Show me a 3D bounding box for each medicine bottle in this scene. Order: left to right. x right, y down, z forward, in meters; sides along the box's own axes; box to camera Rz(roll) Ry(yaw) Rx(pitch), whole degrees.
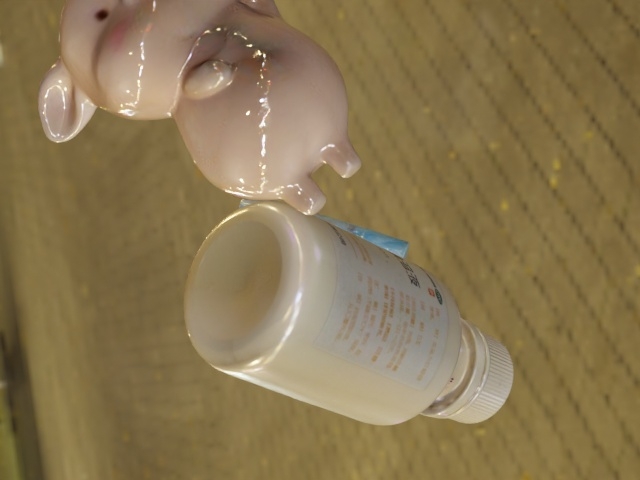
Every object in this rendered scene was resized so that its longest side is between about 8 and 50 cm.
[{"bbox_3d":[0.032,0.063,1.093,0.114,0.252,0.114,-20,59,37],"label":"medicine bottle"}]

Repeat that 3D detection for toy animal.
[{"bbox_3d":[-0.048,-0.065,0.659,0.150,0.083,0.089,37,130,22],"label":"toy animal"}]

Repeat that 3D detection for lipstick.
[{"bbox_3d":[0.000,0.000,1.512,0.048,0.158,0.048,17,-90,-83],"label":"lipstick"}]
